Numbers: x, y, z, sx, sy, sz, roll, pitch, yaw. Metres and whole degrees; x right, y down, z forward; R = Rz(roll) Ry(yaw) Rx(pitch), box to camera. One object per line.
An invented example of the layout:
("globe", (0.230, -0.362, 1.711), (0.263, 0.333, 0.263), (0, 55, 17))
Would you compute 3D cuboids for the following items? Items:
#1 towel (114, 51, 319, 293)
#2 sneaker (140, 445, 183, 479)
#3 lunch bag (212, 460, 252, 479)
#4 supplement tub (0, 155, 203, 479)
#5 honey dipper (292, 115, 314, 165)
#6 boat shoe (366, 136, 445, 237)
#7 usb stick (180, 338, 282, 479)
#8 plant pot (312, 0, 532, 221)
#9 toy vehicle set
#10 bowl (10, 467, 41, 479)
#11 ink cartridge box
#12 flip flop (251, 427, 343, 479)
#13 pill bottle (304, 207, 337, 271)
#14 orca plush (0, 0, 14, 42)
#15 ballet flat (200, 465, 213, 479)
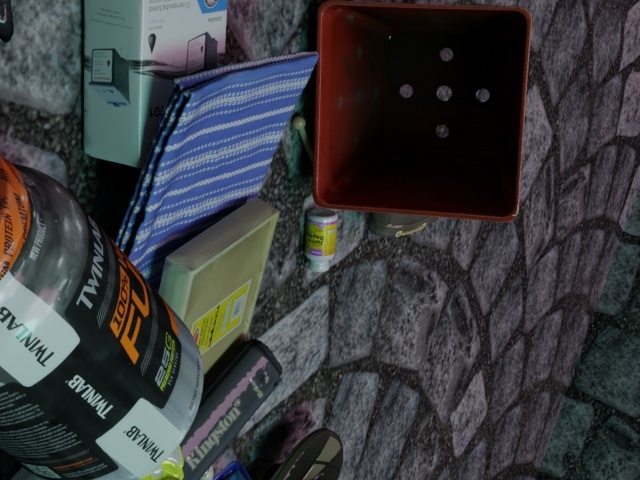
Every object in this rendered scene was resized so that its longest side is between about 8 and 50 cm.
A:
("towel", (-0.125, -0.042, 1.206), (0.243, 0.040, 0.336), (-26, 148, -54))
("sneaker", (-0.202, 0.263, 1.213), (0.091, 0.126, 0.240), (6, 70, -27))
("lunch bag", (-0.165, 0.460, 1.393), (0.293, 0.138, 0.221), (-31, 133, -23))
("supplement tub", (-0.256, 0.073, 0.977), (0.207, 0.207, 0.338), (-62, 149, -21))
("honey dipper", (-0.009, -0.106, 1.503), (0.030, 0.030, 0.160), (-58, 144, -27))
("boat shoe", (0.166, -0.083, 1.736), (0.324, 0.117, 0.096), (-29, 147, -59))
("usb stick", (-0.146, 0.234, 1.321), (0.278, 0.045, 0.077), (-49, 116, -28))
("plant pot", (0.151, -0.186, 1.505), (0.236, 0.267, 0.267), (-40, 133, -71))
("toy vehicle set", (-0.134, 0.093, 1.295), (0.166, 0.035, 0.266), (-37, 151, -48))
("bowl", (-0.292, 0.271, 1.134), (0.142, 0.053, 0.142), (-50, 170, -36))
("ink cartridge box", (-0.167, -0.183, 1.134), (0.140, 0.082, 0.190), (-27, 125, -53))
("flip flop", (-0.075, 0.374, 1.583), (0.277, 0.080, 0.112), (-50, 134, -9))
("pill bottle", (0.000, 0.000, 1.552), (0.043, 0.043, 0.083), (-26, 125, -53))
("orca plush", (-0.200, -0.288, 1.008), (0.287, 0.151, 0.102), (-56, -174, -14))
("ballet flat", (-0.177, 0.292, 1.356), (0.231, 0.077, 0.077), (-58, 154, -28))
